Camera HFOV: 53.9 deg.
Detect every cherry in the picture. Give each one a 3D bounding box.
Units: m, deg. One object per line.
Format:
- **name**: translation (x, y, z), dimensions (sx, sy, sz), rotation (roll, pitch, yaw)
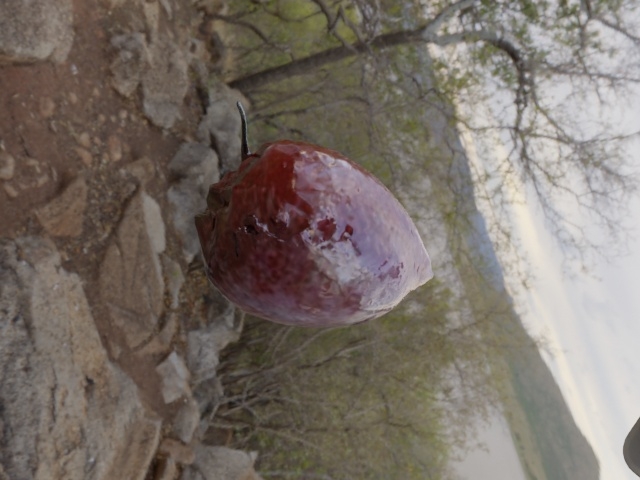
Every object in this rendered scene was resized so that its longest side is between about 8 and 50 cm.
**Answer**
- **cherry**: translation (0.000, 0.000, 0.627), dimensions (0.175, 0.249, 0.192), rotation (-87, -161, -47)

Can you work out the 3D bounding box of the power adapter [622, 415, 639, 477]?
- **power adapter**: translation (0.430, 0.232, 0.629), dimensions (0.204, 0.130, 0.125), rotation (32, 3, -25)
